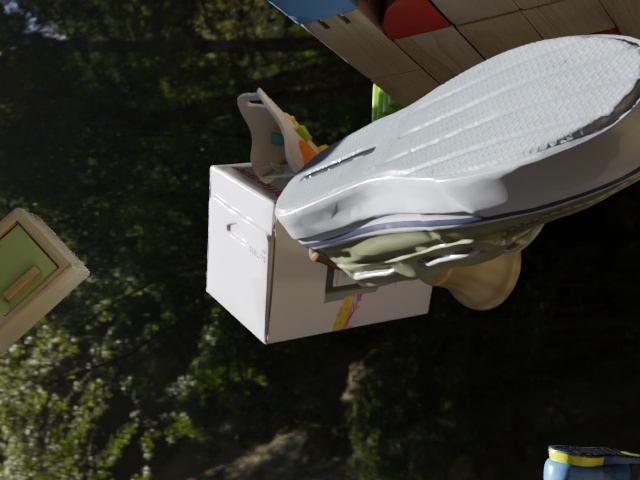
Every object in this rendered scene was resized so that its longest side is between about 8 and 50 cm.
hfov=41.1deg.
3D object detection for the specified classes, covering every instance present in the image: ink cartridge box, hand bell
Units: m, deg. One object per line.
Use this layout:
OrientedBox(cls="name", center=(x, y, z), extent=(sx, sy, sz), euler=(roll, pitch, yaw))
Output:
OrientedBox(cls="ink cartridge box", center=(0.000, 0.000, 1.206), extent=(0.270, 0.198, 0.197), euler=(-7, -67, -30))
OrientedBox(cls="hand bell", center=(0.093, 0.016, 0.938), extent=(0.242, 0.126, 0.126), euler=(3, -96, -36))

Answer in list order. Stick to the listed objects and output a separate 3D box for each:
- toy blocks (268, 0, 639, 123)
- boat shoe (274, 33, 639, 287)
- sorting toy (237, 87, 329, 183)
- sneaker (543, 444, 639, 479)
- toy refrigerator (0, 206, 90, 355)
OrientedBox(cls="toy blocks", center=(0.141, -0.190, 0.574), extent=(0.261, 0.381, 0.190), euler=(25, -115, -53))
OrientedBox(cls="boat shoe", center=(0.087, -0.034, 0.509), extent=(0.094, 0.302, 0.109), euler=(42, -116, -21))
OrientedBox(cls="sorting toy", center=(-0.035, -0.086, 0.674), extent=(0.045, 0.083, 0.075), euler=(-42, -71, -17))
OrientedBox(cls="sneaker", center=(0.327, 0.280, 0.973), extent=(0.209, 0.069, 0.082), euler=(11, -98, -37))
OrientedBox(cls="toy refrigerator", center=(-0.419, 0.091, 1.021), extent=(0.269, 0.094, 0.102), euler=(-43, -95, -6))
